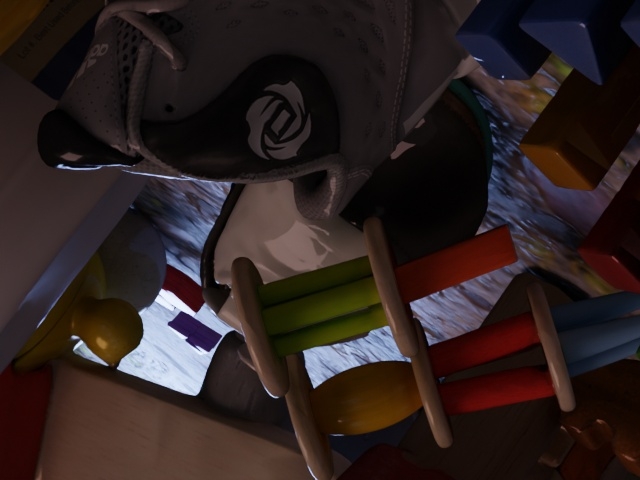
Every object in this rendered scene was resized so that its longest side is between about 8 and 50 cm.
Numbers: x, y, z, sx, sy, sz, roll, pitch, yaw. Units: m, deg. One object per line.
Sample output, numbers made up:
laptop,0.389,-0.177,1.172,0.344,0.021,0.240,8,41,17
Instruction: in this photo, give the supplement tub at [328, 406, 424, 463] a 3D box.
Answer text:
supplement tub,0.077,0.172,1.143,0.106,0.106,0.198,23,162,45

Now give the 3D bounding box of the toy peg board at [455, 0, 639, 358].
toy peg board,0.109,-0.020,0.439,0.161,0.079,0.161,42,166,-24

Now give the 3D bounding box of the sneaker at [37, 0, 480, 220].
sneaker,-0.054,-0.089,0.495,0.229,0.132,0.086,41,166,-20

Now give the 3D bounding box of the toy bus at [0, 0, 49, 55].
toy bus,-0.188,-0.143,0.553,0.220,0.149,0.211,49,169,-3

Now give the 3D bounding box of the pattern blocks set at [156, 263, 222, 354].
pattern blocks set,-0.210,-0.015,1.401,0.325,0.026,0.285,34,167,10

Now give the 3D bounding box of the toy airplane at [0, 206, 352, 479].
toy airplane,-0.190,0.082,1.156,0.386,0.272,0.384,50,134,-2

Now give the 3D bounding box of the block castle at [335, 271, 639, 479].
block castle,0.183,0.235,0.851,0.303,0.213,0.453,28,165,33

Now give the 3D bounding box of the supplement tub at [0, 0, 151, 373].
supplement tub,-0.232,-0.084,0.763,0.316,0.228,0.228,37,167,-2

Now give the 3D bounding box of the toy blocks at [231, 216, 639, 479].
toy blocks,0.054,0.030,0.665,0.123,0.148,0.054,67,-172,-53

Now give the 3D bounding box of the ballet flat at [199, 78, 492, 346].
ballet flat,0.000,0.000,0.754,0.095,0.096,0.280,35,167,-2
